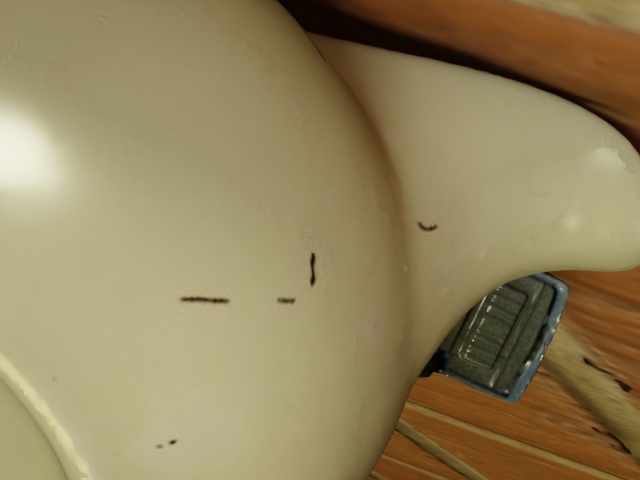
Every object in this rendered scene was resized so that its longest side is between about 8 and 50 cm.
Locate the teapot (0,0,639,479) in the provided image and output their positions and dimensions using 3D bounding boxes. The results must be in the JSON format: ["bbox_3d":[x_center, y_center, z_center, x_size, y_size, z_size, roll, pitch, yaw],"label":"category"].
[{"bbox_3d":[-0.088,-0.019,0.466,0.299,0.166,0.208,29,157,23],"label":"teapot"}]

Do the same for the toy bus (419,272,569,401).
[{"bbox_3d":[0.000,0.000,0.614,0.153,0.051,0.061,24,-177,-14],"label":"toy bus"}]
